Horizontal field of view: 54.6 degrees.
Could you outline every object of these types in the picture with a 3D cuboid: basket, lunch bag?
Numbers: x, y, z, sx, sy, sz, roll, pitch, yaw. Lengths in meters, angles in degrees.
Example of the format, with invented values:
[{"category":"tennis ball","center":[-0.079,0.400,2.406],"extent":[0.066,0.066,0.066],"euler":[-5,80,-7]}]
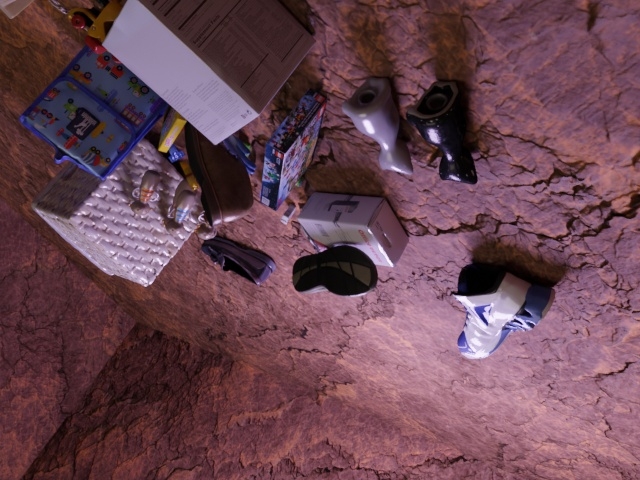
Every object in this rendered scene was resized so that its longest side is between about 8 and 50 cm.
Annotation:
[{"category":"basket","center":[-0.555,-0.098,1.755],"extent":[0.266,0.328,0.331],"euler":[13,149,47]},{"category":"lunch bag","center":[-0.525,-0.290,1.441],"extent":[0.221,0.293,0.138],"euler":[38,154,-14]}]

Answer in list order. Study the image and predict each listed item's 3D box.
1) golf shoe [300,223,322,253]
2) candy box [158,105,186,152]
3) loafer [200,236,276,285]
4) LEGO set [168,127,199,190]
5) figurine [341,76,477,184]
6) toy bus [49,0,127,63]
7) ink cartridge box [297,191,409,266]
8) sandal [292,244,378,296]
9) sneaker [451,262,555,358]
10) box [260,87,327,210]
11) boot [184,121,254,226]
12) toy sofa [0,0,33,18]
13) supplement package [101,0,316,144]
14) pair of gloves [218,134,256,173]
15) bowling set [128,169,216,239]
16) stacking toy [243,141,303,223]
[{"category":"golf shoe","center":[0.000,0.000,1.627],"extent":[0.198,0.077,0.094],"euler":[46,152,-25]},{"category":"candy box","center":[-0.341,-0.290,1.456],"extent":[0.027,0.105,0.206],"euler":[11,163,-24]},{"category":"loafer","center":[-0.292,0.068,2.054],"extent":[0.303,0.095,0.109],"euler":[16,150,30]},{"category":"LEGO set","center":[-0.325,-0.191,1.593],"extent":[0.093,0.087,0.227],"euler":[60,177,39]},{"category":"figurine","center":[0.167,-0.181,1.108],"extent":[0.215,0.092,0.209],"euler":[14,154,35]},{"category":"toy bus","center":[-0.418,-0.442,1.265],"extent":[0.191,0.104,0.202],"euler":[51,-166,32]},{"category":"ink cartridge box","center":[0.078,-0.028,1.469],"extent":[0.218,0.092,0.158],"euler":[10,148,42]},{"category":"sandal","center":[0.039,0.076,1.500],"extent":[0.086,0.120,0.303],"euler":[11,172,-34]},{"category":"sneaker","center":[0.377,0.143,1.424],"extent":[0.182,0.127,0.315],"euler":[35,148,4]},{"category":"box","center":[-0.058,-0.180,1.269],"extent":[0.044,0.159,0.233],"euler":[31,155,6]},{"category":"boot","center":[-0.246,-0.186,1.458],"extent":[0.112,0.115,0.305],"euler":[133,119,-70]},{"category":"toy sofa","center":[-0.526,-0.551,1.141],"extent":[0.363,0.150,0.177],"euler":[6,146,43]},{"category":"supplement package","center":[-0.193,-0.345,1.077],"extent":[0.263,0.198,0.199],"euler":[42,154,-20]},{"category":"pair of gloves","center":[-0.224,-0.211,1.510],"extent":[0.159,0.023,0.198],"euler":[56,153,-1]},{"category":"bowling set","center":[-0.345,-0.060,1.634],"extent":[0.287,0.154,0.200],"euler":[12,-157,-38]},{"category":"stacking toy","center":[-0.136,-0.139,1.556],"extent":[0.167,0.052,0.221],"euler":[30,154,4]}]
